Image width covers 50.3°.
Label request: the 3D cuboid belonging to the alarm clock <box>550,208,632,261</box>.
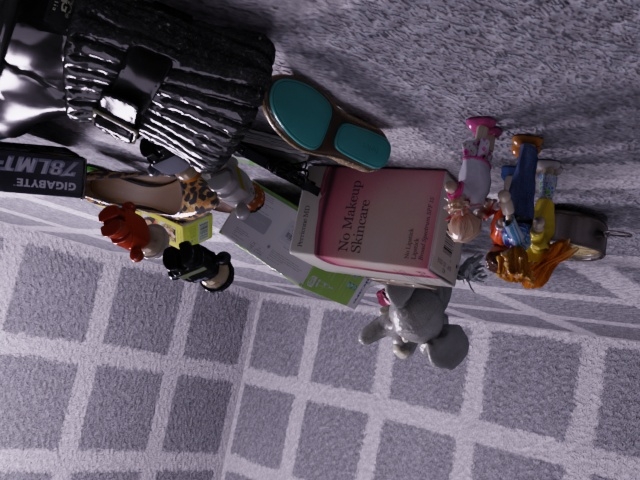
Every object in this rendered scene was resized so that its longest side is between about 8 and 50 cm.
[{"bbox_3d":[0.383,-0.010,1.034,0.129,0.064,0.192,17,172,-30],"label":"alarm clock"}]

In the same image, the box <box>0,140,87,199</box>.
[{"bbox_3d":[-0.542,-0.124,1.088,0.295,0.073,0.293,2,-170,-27],"label":"box"}]

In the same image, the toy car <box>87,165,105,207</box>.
[{"bbox_3d":[-0.519,-0.122,1.480,0.239,0.053,0.225,17,170,-31],"label":"toy car"}]

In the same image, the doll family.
[{"bbox_3d":[0.234,-0.027,0.794,0.118,0.163,0.263,6,169,30],"label":"doll family"}]

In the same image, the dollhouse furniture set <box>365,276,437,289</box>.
[{"bbox_3d":[0.116,0.005,1.238,0.183,0.129,0.129,18,169,-42],"label":"dollhouse furniture set"}]

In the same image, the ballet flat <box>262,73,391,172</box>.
[{"bbox_3d":[-0.005,-0.129,0.780,0.206,0.073,0.067,25,178,-43],"label":"ballet flat"}]

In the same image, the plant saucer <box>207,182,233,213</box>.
[{"bbox_3d":[-0.216,-0.088,1.398,0.168,0.029,0.168,11,172,2],"label":"plant saucer"}]

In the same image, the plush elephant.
[{"bbox_3d":[0.191,0.150,1.475,0.330,0.272,0.255,-26,-174,32],"label":"plush elephant"}]

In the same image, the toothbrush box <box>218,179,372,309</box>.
[{"bbox_3d":[-0.028,0.016,1.317,0.206,0.122,0.283,32,179,27],"label":"toothbrush box"}]

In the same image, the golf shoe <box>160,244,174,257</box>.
[{"bbox_3d":[-0.482,-0.015,1.895,0.273,0.120,0.105,11,173,13],"label":"golf shoe"}]

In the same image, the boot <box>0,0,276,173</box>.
[{"bbox_3d":[-0.218,-0.151,0.697,0.260,0.131,0.348,16,169,-25],"label":"boot"}]

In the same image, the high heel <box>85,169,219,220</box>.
[{"bbox_3d":[-0.322,-0.082,1.244,0.261,0.093,0.186,13,-167,41],"label":"high heel"}]

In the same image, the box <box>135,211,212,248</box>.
[{"bbox_3d":[-0.331,-0.054,1.387,0.232,0.058,0.087,21,-149,29],"label":"box"}]

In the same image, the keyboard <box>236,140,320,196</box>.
[{"bbox_3d":[-0.055,-0.110,0.957,0.100,0.038,0.192,36,-172,33],"label":"keyboard"}]

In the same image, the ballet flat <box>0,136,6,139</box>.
[{"bbox_3d":[-0.550,-0.195,1.009,0.247,0.083,0.087,5,155,22],"label":"ballet flat"}]

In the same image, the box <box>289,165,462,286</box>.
[{"bbox_3d":[0.091,-0.024,1.039,0.232,0.149,0.127,6,168,30],"label":"box"}]

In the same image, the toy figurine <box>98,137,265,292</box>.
[{"bbox_3d":[-0.203,-0.043,1.051,0.213,0.209,0.148,22,173,24],"label":"toy figurine"}]

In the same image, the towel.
[{"bbox_3d":[-0.076,-0.131,1.008,0.113,0.023,0.152,14,173,-5],"label":"towel"}]
